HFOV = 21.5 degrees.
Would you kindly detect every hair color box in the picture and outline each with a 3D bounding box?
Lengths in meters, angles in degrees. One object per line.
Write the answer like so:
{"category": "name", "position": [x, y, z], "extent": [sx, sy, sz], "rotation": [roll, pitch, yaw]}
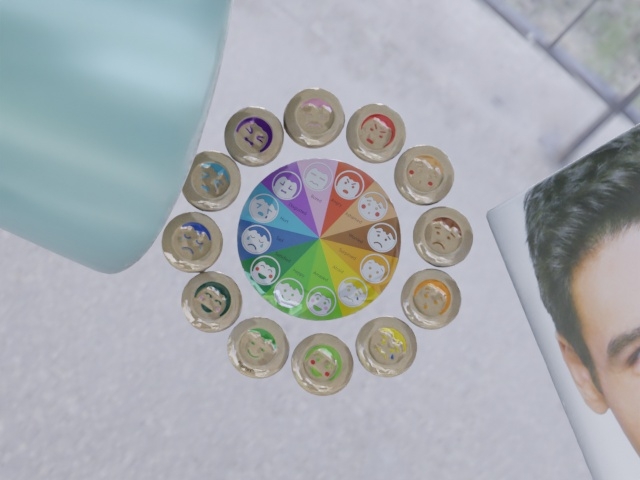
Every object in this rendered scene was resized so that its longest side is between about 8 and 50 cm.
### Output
{"category": "hair color box", "position": [0.251, 0.112, 0.899], "extent": [0.113, 0.185, 0.375], "rotation": [4, 60, -52]}

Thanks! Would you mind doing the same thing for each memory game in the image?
{"category": "memory game", "position": [0.000, 0.000, 1.000], "extent": [0.186, 0.012, 0.186], "rotation": [1, 80, -3]}

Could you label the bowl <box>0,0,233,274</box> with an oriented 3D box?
{"category": "bowl", "position": [-0.169, -0.144, 0.881], "extent": [0.163, 0.311, 0.312], "rotation": [6, 53, -24]}
